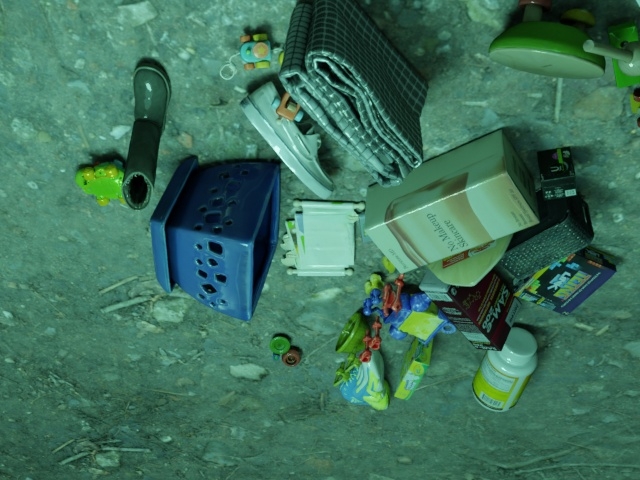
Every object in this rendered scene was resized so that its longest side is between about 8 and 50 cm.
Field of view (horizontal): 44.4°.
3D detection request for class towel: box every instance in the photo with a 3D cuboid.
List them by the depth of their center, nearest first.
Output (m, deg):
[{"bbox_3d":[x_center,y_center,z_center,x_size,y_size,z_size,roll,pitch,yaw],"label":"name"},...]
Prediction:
[{"bbox_3d":[0.066,-0.251,1.273,0.121,0.235,0.284,-32,123,26],"label":"towel"}]

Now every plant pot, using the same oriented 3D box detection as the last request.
[{"bbox_3d":[-0.207,-0.014,1.555,0.212,0.236,0.235,12,136,5],"label":"plant pot"}]

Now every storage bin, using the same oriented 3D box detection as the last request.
[{"bbox_3d":[0.424,-0.021,1.525,0.084,0.122,0.180,36,129,-25],"label":"storage bin"}]

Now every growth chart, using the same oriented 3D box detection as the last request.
[{"bbox_3d":[0.000,0.000,1.682,0.172,0.021,0.237,7,135,2],"label":"growth chart"}]

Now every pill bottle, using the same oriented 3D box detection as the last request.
[{"bbox_3d":[0.438,0.302,1.851,0.117,0.117,0.215,9,135,-1],"label":"pill bottle"}]

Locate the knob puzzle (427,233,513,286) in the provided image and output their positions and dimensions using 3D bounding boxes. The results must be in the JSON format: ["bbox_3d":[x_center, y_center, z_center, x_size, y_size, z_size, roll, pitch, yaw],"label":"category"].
[{"bbox_3d":[0.297,0.021,1.535,0.213,0.213,0.030,-27,125,30],"label":"knob puzzle"}]

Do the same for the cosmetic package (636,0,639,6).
[{"bbox_3d":[0.480,-0.478,1.051,0.225,0.138,0.224,-26,126,31],"label":"cosmetic package"}]

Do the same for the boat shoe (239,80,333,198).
[{"bbox_3d":[-0.040,-0.181,1.454,0.084,0.095,0.258,-38,125,7],"label":"boat shoe"}]

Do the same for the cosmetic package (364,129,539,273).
[{"bbox_3d":[0.247,-0.068,1.500,0.296,0.129,0.153,-23,128,29],"label":"cosmetic package"}]

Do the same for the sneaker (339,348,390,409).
[{"bbox_3d":[0.100,0.355,1.973,0.126,0.091,0.240,-3,135,13],"label":"sneaker"}]

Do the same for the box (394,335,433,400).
[{"bbox_3d":[0.227,0.290,1.879,0.043,0.105,0.179,17,135,1],"label":"box"}]

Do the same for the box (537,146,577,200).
[{"bbox_3d":[0.436,-0.124,1.448,0.062,0.083,0.052,-9,134,16],"label":"box"}]

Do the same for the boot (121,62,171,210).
[{"bbox_3d":[-0.319,-0.186,1.408,0.076,0.208,0.189,6,135,2],"label":"boot"}]

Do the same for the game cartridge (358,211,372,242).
[{"bbox_3d":[0.109,-0.031,1.627,0.056,0.017,0.083,-17,138,-5],"label":"game cartridge"}]

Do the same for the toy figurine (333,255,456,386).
[{"bbox_3d":[0.193,0.202,1.748,0.217,0.191,0.362,16,136,-14],"label":"toy figurine"}]

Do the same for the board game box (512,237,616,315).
[{"bbox_3d":[0.513,0.076,1.664,0.141,0.048,0.170,22,134,-12],"label":"board game box"}]

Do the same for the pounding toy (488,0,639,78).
[{"bbox_3d":[0.383,-0.326,1.222,0.183,0.110,0.237,8,-175,-37],"label":"pounding toy"}]

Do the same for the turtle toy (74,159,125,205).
[{"bbox_3d":[-0.439,-0.123,1.590,0.130,0.066,0.095,-4,134,13],"label":"turtle toy"}]

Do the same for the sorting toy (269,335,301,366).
[{"bbox_3d":[-0.092,0.272,1.961,0.061,0.042,0.102,-28,114,13],"label":"sorting toy"}]

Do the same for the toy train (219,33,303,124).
[{"bbox_3d":[-0.083,-0.281,1.352,0.166,0.046,0.125,31,91,-18],"label":"toy train"}]

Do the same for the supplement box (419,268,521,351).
[{"bbox_3d":[0.322,0.117,1.664,0.073,0.130,0.239,0,144,49],"label":"supplement box"}]

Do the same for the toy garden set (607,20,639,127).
[{"bbox_3d":[0.606,-0.298,1.277,0.244,0.049,0.203,-13,130,19],"label":"toy garden set"}]
